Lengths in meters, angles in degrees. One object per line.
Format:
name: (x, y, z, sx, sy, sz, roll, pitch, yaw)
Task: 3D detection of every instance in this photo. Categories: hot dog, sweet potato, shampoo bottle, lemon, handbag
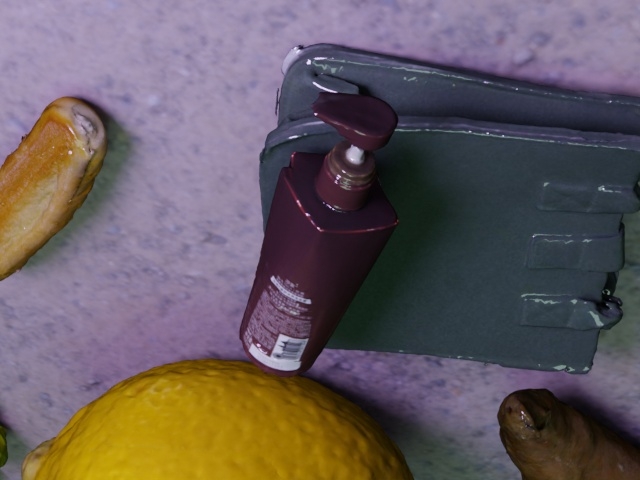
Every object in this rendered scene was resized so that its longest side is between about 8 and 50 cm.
hot dog: (-0.212, -0.031, 0.967, 0.066, 0.047, 0.216, 52, 134, 7)
sweet potato: (0.270, 0.239, 1.141, 0.131, 0.130, 0.423, -25, 125, 34)
shampoo bottle: (-0.002, -0.002, 0.825, 0.068, 0.067, 0.236, -3, 143, -21)
lemon: (-0.076, 0.256, 1.090, 0.336, 0.336, 0.336, 6, 140, 5)
handbag: (0.092, -0.013, 0.908, 0.260, 0.079, 0.247, 6, 141, 4)

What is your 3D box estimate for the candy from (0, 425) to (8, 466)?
candy: (-0.318, 0.149, 1.212, 0.062, 0.058, 0.193, 33, 135, 21)
